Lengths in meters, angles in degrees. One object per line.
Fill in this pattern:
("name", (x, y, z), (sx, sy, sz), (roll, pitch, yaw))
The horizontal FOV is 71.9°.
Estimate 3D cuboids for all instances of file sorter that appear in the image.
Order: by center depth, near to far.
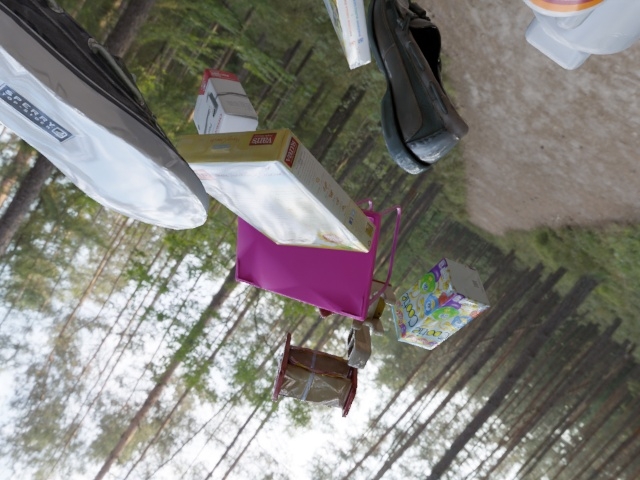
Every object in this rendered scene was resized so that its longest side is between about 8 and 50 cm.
("file sorter", (0.000, 0.000, 0.908), (0.290, 0.202, 0.182), (14, -161, 24))

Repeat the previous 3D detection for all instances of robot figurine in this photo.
("robot figurine", (0.464, -0.433, 0.660), (0.199, 0.300, 0.353), (39, 158, 9))

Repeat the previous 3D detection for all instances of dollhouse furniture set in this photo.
("dollhouse furniture set", (0.024, 0.238, 1.095), (0.201, 0.375, 0.152), (16, -158, -4))

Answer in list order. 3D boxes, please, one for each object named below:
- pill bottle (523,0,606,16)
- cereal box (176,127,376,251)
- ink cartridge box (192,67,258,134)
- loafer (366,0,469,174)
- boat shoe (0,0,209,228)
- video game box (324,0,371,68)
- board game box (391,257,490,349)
("pill bottle", (0.276, -0.348, 0.442), (0.121, 0.121, 0.221), (39, 178, 20))
("cereal box", (-0.051, -0.055, 0.579), (0.172, 0.048, 0.240), (6, 158, 33))
("ink cartridge box", (-0.160, -0.202, 0.727), (0.056, 0.099, 0.135), (-1, -134, -33))
("loafer", (0.118, -0.206, 0.516), (0.096, 0.084, 0.268), (18, -121, -38))
("boat shoe", (-0.199, -0.119, 0.380), (0.301, 0.108, 0.102), (44, -137, -46))
("video game box", (0.028, -0.434, 0.748), (0.187, 0.048, 0.205), (53, -161, -67))
("board game box", (0.370, 0.207, 1.402), (0.141, 0.275, 0.144), (19, -139, -23))
